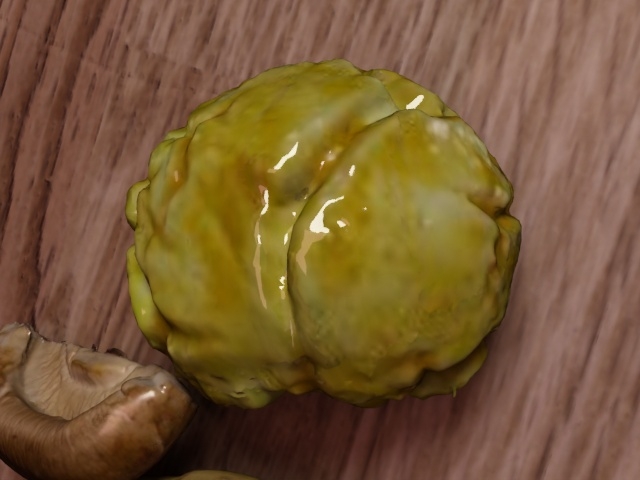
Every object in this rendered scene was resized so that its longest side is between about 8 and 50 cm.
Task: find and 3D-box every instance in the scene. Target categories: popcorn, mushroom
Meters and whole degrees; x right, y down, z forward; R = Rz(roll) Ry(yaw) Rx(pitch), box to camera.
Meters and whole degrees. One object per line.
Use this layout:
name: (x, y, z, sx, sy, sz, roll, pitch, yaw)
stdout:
popcorn: (0.000, 0.000, 0.611, 0.221, 0.184, 0.204, 9, 85, 23)
mushroom: (-0.156, 0.108, 0.680, 0.210, 0.094, 0.072, 7, 129, 46)

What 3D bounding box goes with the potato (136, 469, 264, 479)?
potato: (-0.052, 0.236, 0.640, 0.296, 0.141, 0.191, 17, 91, 24)
